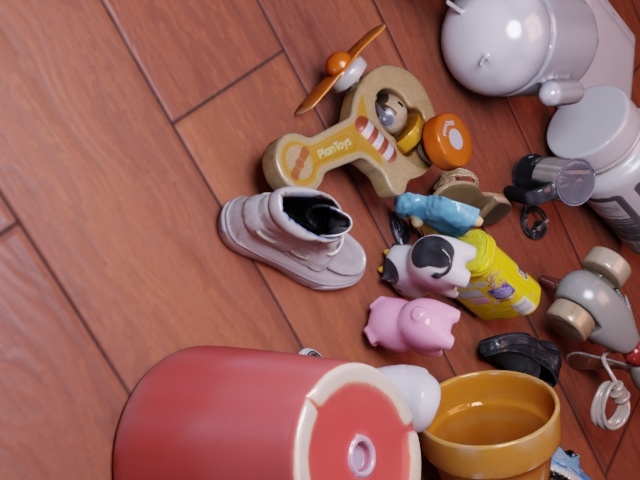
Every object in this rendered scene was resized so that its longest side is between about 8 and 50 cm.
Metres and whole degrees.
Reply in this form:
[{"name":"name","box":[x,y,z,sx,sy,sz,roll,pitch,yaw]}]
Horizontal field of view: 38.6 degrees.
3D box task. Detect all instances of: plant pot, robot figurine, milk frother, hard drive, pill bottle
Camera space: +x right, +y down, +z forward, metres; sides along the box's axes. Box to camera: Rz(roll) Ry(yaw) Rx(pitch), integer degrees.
[{"name":"plant pot","box":[0.253,0.321,1.334,0.205,0.205,0.188,-34,119,-46]},{"name":"robot figurine","box":[0.345,-0.350,1.588,0.353,0.200,0.300,-9,56,-47]},{"name":"milk frother","box":[0.417,-0.074,1.640,0.129,0.134,0.143,-43,112,-10]},{"name":"hard drive","box":[0.604,-0.366,1.983,0.233,0.047,0.353,36,56,-35]},{"name":"plant pot","box":[-0.043,0.238,0.990,0.275,0.243,0.275,15,68,-44]},{"name":"pill bottle","box":[0.616,-0.134,1.819,0.361,0.204,0.204,38,54,-35]}]

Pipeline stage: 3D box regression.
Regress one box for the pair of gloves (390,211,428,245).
[{"name":"pair of gloves","box":[0.139,-0.020,1.423,0.083,0.010,0.074,-34,106,-43]}]

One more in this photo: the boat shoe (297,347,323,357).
[{"name":"boat shoe","box":[0.018,0.201,1.213,0.049,0.040,0.142,-46,113,-43]}]

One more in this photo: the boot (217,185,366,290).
[{"name":"boot","box":[0.000,0.000,1.185,0.258,0.123,0.095,18,67,-43]}]

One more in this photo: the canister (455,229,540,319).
[{"name":"canister","box":[0.254,0.059,1.442,0.170,0.126,0.073,37,55,-37]}]

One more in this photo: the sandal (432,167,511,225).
[{"name":"sandal","box":[0.227,-0.080,1.504,0.240,0.088,0.079,10,41,-52]}]

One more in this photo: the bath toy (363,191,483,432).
[{"name":"bath toy","box":[0.123,0.100,1.293,0.129,0.151,0.348,18,66,-5]}]

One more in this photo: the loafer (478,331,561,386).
[{"name":"loafer","box":[0.341,0.202,1.531,0.223,0.076,0.078,19,59,-47]}]

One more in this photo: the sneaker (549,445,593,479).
[{"name":"sneaker","box":[0.448,0.405,1.603,0.162,0.063,0.073,38,51,-34]}]

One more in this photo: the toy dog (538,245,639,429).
[{"name":"toy dog","box":[0.504,0.158,1.670,0.220,0.161,0.334,-29,114,-20]}]

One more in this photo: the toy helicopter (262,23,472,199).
[{"name":"toy helicopter","box":[0.044,-0.160,1.270,0.355,0.140,0.235,-29,99,-45]}]

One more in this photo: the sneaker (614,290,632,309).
[{"name":"sneaker","box":[0.582,0.128,1.807,0.065,0.076,0.166,41,53,-33]}]
